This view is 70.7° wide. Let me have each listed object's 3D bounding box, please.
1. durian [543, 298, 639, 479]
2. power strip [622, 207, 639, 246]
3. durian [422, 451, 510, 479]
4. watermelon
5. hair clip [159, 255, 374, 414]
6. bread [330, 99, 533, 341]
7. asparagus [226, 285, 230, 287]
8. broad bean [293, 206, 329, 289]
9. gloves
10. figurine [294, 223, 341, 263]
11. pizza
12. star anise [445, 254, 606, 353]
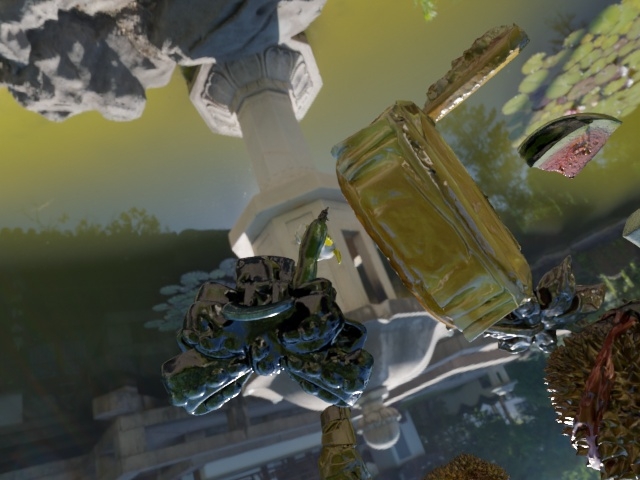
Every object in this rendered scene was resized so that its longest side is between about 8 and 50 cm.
[{"bbox_3d":[0.566,0.255,0.741,0.348,0.347,0.384,-6,175,-27],"label":"durian"},{"bbox_3d":[0.836,-0.062,1.007,0.229,0.141,0.261,-48,167,-33],"label":"power strip"},{"bbox_3d":[0.257,0.461,0.811,0.158,0.137,0.168,12,137,-7],"label":"durian"},{"bbox_3d":[0.482,-0.203,0.929,0.145,0.137,0.193,7,171,-26],"label":"watermelon"},{"bbox_3d":[-0.079,0.145,0.673,0.310,0.194,0.206,-4,108,-1],"label":"hair clip"},{"bbox_3d":[0.119,-0.025,0.484,0.107,0.241,0.136,-35,180,32],"label":"bread"},{"bbox_3d":[-0.195,0.152,1.130,0.013,0.166,0.016,-22,127,-35],"label":"asparagus"},{"bbox_3d":[-0.034,0.065,1.231,0.061,0.338,0.077,19,170,-40],"label":"broad bean"},{"bbox_3d":[0.067,0.698,1.435,0.154,0.331,0.141,-18,146,14],"label":"gloves"},{"bbox_3d":[-0.007,-0.003,1.353,0.109,0.130,0.178,-56,138,-16],"label":"figurine"},{"bbox_3d":[0.334,-0.376,0.986,0.223,0.089,0.323,-46,-175,-30],"label":"pizza"},{"bbox_3d":[0.330,0.126,0.740,0.263,0.081,0.230,-23,135,25],"label":"star anise"}]
